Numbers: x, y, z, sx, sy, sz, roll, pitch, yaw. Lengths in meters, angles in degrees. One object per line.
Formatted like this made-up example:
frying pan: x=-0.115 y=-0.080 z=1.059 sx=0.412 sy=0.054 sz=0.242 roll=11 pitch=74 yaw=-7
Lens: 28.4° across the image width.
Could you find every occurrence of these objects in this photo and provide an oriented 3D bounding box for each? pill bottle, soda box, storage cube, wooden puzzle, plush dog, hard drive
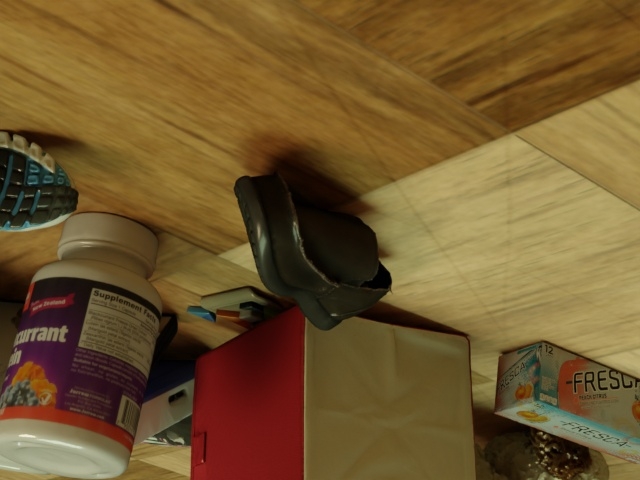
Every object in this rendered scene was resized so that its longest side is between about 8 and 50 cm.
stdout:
pill bottle: x=-0.185 y=0.081 z=0.996 sx=0.108 sy=0.194 sz=0.108 roll=8 pitch=155 yaw=4
soda box: x=0.248 y=0.151 z=1.159 sx=0.183 sy=0.058 sz=0.063 roll=22 pitch=152 yaw=-27
storage cube: x=0.008 y=0.179 z=1.120 sx=0.183 sy=0.215 sz=0.193 roll=14 pitch=155 yaw=-30
wooden puzzle: x=-0.061 y=0.065 z=1.135 sx=0.078 sy=0.014 sz=0.116 roll=27 pitch=150 yaw=-34
plush dog: x=0.194 y=0.272 z=1.321 sx=0.225 sy=0.211 sz=0.262 roll=-21 pitch=154 yaw=1
hard drive: x=-0.279 y=0.157 z=1.254 sx=0.318 sy=0.040 sz=0.210 roll=-2 pitch=-173 yaw=23

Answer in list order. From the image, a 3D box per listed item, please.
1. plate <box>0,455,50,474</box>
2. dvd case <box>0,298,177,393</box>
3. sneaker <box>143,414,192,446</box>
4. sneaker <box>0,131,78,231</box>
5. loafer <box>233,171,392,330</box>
plate: x=-0.408 y=0.223 z=1.458 sx=0.278 sy=0.045 sz=0.277 roll=13 pitch=174 yaw=-12
dvd case: x=-0.274 y=0.103 z=1.132 sx=0.253 sy=0.180 sz=0.022 roll=4 pitch=114 yaw=11
sneaker: x=-0.204 y=0.203 z=1.421 sx=0.178 sy=0.072 sz=0.077 roll=14 pitch=166 yaw=3
sneaker: x=-0.252 y=-0.036 z=0.937 sx=0.190 sy=0.071 sz=0.083 roll=7 pitch=163 yaw=25
loafer: x=0.000 y=0.000 z=0.919 sx=0.078 sy=0.080 sz=0.220 roll=-21 pitch=159 yaw=9
